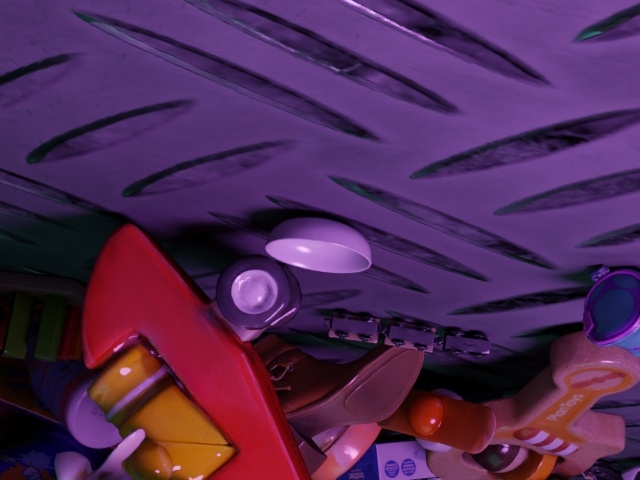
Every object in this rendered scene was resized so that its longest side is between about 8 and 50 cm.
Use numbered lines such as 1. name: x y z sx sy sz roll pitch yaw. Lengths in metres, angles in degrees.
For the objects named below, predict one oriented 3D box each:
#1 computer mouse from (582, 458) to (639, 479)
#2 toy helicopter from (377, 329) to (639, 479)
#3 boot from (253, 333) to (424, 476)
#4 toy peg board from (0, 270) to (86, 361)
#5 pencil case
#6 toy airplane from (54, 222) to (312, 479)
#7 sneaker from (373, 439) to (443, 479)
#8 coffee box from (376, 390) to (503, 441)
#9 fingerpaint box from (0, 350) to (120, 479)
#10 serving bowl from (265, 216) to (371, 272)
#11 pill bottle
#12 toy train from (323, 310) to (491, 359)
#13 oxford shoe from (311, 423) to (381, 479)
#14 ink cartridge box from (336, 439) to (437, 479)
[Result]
1. computer mouse: 0.417 0.293 1.940 0.106 0.042 0.193 24 164 -28
2. toy helicopter: 0.195 0.164 1.511 0.235 0.140 0.355 11 151 -11
3. boot: -0.006 0.134 1.553 0.152 0.197 0.073 44 171 49
4. toy peg board: -0.307 0.090 1.596 0.161 0.079 0.160 6 163 12
5. pencil case: 0.269 0.071 1.230 0.070 0.064 0.152 -25 145 36
6. toy airplane: -0.093 0.224 1.271 0.272 0.384 0.386 -21 131 1
7. sneaker: 0.119 0.281 1.975 0.145 0.090 0.270 14 161 -6
8. coffee box: 0.113 0.199 1.745 0.113 0.040 0.184 0 169 -26
9. fingerpaint box: -0.321 0.289 1.663 0.445 0.163 0.371 19 -157 30
10. serving bowl: 0.000 0.000 1.207 0.083 0.027 0.083 9 164 2
11. pill bottle: -0.261 0.153 1.685 0.087 0.087 0.160 23 -174 -38
12. toy train: 0.081 0.089 1.467 0.158 0.027 0.036 9 175 0
13. oxford shoe: -0.052 0.189 1.779 0.133 0.130 0.364 44 158 -11
14. ink cartridge box: 0.127 0.244 1.755 0.207 0.046 0.097 -1 171 -29
